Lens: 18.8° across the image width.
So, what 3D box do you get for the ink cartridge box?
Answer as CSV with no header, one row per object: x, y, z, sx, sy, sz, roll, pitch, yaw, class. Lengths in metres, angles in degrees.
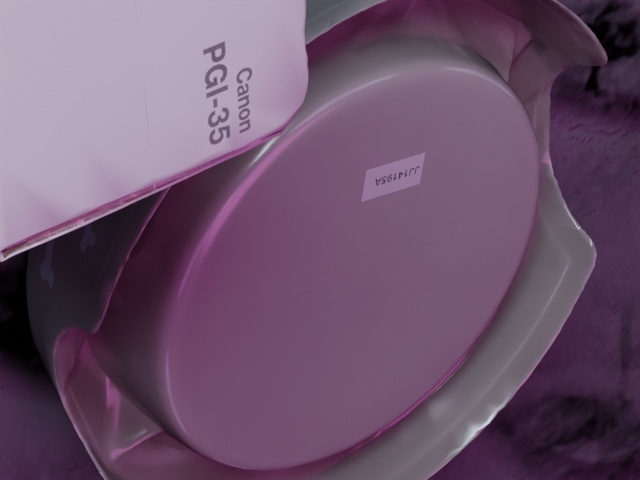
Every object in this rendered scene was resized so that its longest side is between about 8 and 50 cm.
-0.135,-0.160,0.610,0.117,0.283,0.207,-27,136,-26,ink cartridge box

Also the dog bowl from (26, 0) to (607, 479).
0.000,0.000,1.022,0.348,0.102,0.349,-26,136,-28,dog bowl
